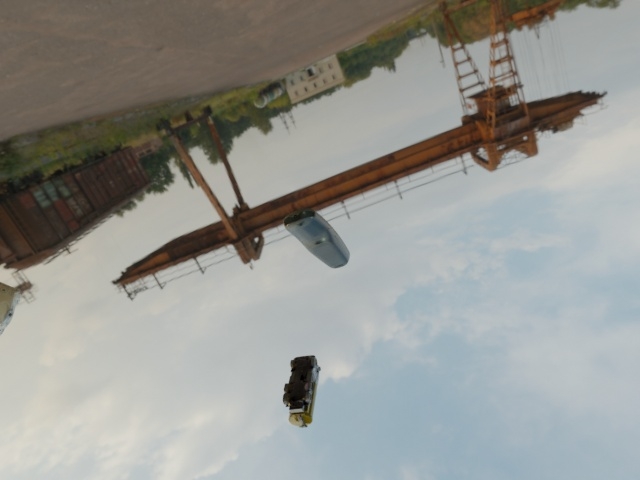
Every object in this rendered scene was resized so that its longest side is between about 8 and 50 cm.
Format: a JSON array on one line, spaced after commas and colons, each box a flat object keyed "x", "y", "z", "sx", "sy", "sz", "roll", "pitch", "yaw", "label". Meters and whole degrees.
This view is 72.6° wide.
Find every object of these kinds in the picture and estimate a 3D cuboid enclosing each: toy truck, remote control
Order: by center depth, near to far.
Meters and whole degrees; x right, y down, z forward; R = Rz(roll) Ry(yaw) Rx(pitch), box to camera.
[{"x": -0.032, "y": 0.273, "z": 0.798, "sx": 0.052, "sy": 0.063, "sz": 0.123, "roll": -10, "pitch": -150, "yaw": 14, "label": "toy truck"}, {"x": 0.000, "y": 0.000, "z": 0.911, "sx": 0.072, "sy": 0.222, "sz": 0.042, "roll": -21, "pitch": -125, "yaw": 18, "label": "remote control"}]

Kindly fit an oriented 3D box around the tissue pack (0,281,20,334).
[{"x": -0.725, "y": 0.114, "z": 0.855, "sx": 0.186, "sy": 0.222, "sz": 0.090, "roll": -32, "pitch": -147, "yaw": 41, "label": "tissue pack"}]
